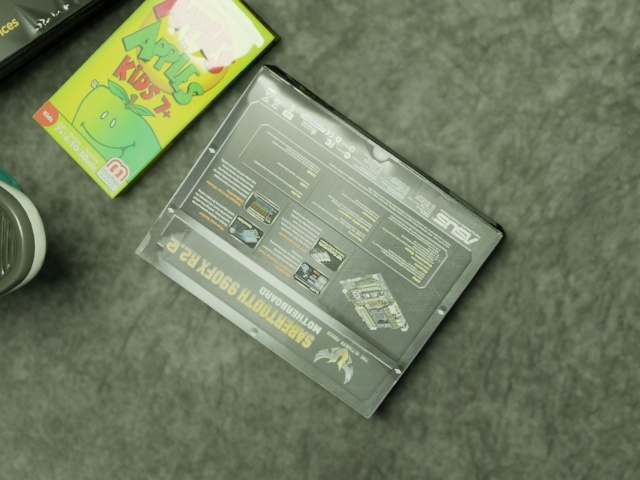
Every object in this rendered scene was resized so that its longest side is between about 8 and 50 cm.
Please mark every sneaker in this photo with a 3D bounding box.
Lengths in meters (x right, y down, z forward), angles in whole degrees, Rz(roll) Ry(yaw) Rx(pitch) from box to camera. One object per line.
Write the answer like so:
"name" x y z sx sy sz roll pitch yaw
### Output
"sneaker" -0.275 -0.010 1.131 0.296 0.178 0.123 4 99 35

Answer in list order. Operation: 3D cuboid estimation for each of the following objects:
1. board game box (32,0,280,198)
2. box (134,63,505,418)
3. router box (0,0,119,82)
"board game box" -0.129 -0.129 1.169 0.181 0.043 0.092 -44 91 9
"box" 0.000 0.000 1.165 0.231 0.056 0.183 35 100 1
"router box" -0.259 -0.253 1.092 0.309 0.081 0.243 -38 93 -11
